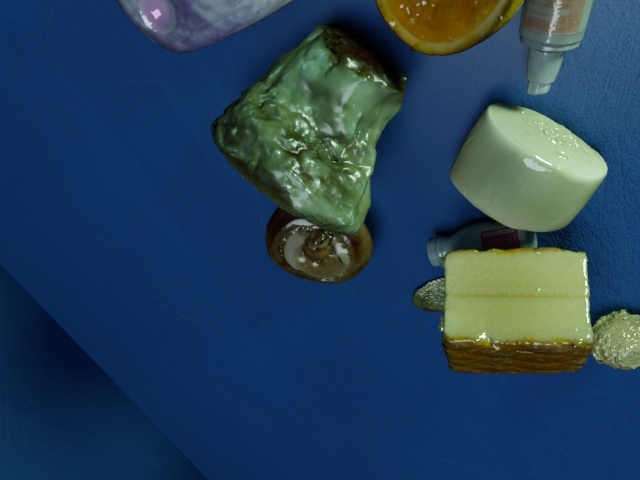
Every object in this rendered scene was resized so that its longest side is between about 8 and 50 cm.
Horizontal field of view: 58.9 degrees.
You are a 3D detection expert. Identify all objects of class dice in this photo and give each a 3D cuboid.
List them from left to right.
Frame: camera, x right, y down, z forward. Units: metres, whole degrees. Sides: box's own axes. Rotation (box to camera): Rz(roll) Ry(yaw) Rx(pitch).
[{"bbox_3d":[-0.182,-0.484,0.915,0.271,0.270,0.270,-10,123,32],"label":"dice"}]

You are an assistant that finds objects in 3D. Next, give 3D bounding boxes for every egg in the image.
[{"bbox_3d":[0.644,0.214,1.212,0.140,0.116,0.118,-17,98,5],"label":"egg"}]

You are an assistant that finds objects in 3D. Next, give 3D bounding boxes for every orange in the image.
[{"bbox_3d":[0.191,-0.432,0.796,0.274,0.274,0.310,15,91,13],"label":"orange"}]

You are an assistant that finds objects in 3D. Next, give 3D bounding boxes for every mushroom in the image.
[{"bbox_3d":[0.000,0.000,1.307,0.253,0.153,0.253,12,139,10],"label":"mushroom"}]

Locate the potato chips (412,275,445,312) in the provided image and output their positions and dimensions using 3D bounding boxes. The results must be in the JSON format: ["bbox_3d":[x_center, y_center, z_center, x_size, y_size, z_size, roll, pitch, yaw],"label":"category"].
[{"bbox_3d":[0.322,0.140,1.366,0.142,0.026,0.209,45,130,-10],"label":"potato chips"}]

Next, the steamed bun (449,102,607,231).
[{"bbox_3d":[0.371,-0.117,1.038,0.250,0.155,0.200,29,133,5],"label":"steamed bun"}]

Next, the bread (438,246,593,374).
[{"bbox_3d":[0.387,0.150,1.146,0.278,0.207,0.279,-4,155,18],"label":"bread"}]

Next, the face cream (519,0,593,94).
[{"bbox_3d":[0.366,-0.346,0.889,0.101,0.101,0.252,12,131,16],"label":"face cream"}]

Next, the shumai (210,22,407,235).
[{"bbox_3d":[0.003,-0.222,1.059,0.324,0.397,0.323,29,105,-26],"label":"shumai"}]

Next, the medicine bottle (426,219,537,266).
[{"bbox_3d":[0.338,0.007,1.201,0.216,0.090,0.090,-12,121,33],"label":"medicine bottle"}]
